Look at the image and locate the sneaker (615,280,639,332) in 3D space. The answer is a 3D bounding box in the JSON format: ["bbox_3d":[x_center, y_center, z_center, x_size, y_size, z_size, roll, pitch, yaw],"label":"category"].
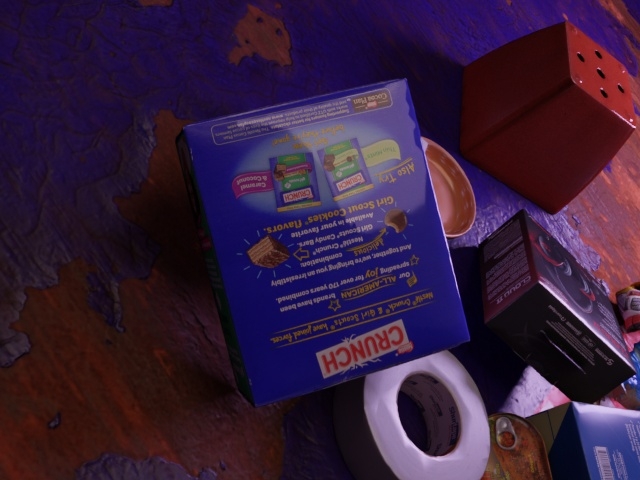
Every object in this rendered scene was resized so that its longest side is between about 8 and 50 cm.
[{"bbox_3d":[0.684,0.119,1.476,0.225,0.088,0.093,-4,65,-40],"label":"sneaker"}]

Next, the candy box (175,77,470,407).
[{"bbox_3d":[0.000,0.000,0.853,0.268,0.122,0.317,-14,92,-14],"label":"candy box"}]

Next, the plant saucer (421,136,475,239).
[{"bbox_3d":[0.182,-0.088,1.246,0.200,0.037,0.200,20,52,-28],"label":"plant saucer"}]

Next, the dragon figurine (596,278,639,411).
[{"bbox_3d":[0.544,0.223,1.305,0.144,0.085,0.289,10,59,-34],"label":"dragon figurine"}]

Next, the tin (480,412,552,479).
[{"bbox_3d":[0.268,0.339,1.019,0.106,0.040,0.190,-3,62,-3],"label":"tin"}]

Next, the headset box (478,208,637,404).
[{"bbox_3d":[0.368,0.108,1.157,0.218,0.110,0.293,41,26,-10],"label":"headset box"}]

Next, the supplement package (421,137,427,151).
[{"bbox_3d":[0.042,-0.075,1.056,0.134,0.139,0.244,37,46,-14],"label":"supplement package"}]

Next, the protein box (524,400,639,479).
[{"bbox_3d":[0.409,0.361,1.079,0.201,0.136,0.200,14,56,-31],"label":"protein box"}]

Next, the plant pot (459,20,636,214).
[{"bbox_3d":[0.455,-0.261,1.426,0.267,0.235,0.267,28,50,-22],"label":"plant pot"}]

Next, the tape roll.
[{"bbox_3d":[0.124,0.241,0.975,0.219,0.072,0.219,19,53,-28],"label":"tape roll"}]
